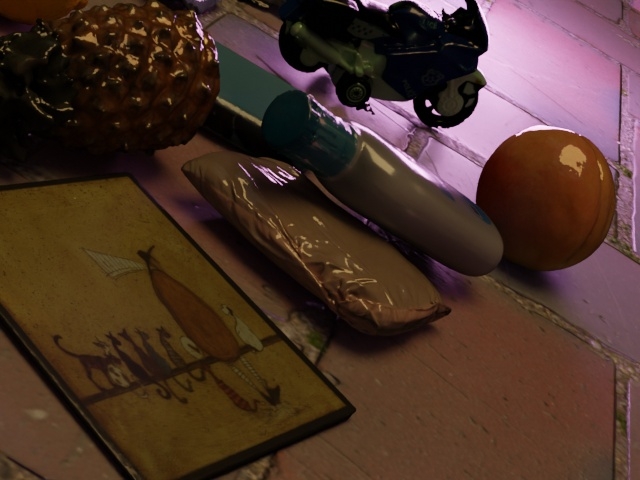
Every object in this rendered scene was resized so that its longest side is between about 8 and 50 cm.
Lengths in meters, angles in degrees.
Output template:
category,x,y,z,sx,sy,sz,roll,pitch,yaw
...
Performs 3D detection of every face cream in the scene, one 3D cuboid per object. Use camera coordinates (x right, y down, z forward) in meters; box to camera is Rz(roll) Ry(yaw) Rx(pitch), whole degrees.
category,x,y,z,sx,sy,sz,roll,pitch,yaw
face cream,0.063,-0.062,1.231,0.336,0.080,0.163,30,11,-47

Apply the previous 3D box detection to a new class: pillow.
category,x,y,z,sx,sy,sz,roll,pitch,yaw
pillow,0.000,0.000,1.181,0.270,0.067,0.173,41,23,19

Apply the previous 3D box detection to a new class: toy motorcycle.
category,x,y,z,sx,sy,sz,roll,pitch,yaw
toy motorcycle,0.102,-0.272,1.595,0.331,0.196,0.125,19,30,-25

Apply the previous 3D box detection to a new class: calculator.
category,x,y,z,sx,sy,sz,roll,pitch,yaw
calculator,-0.106,-0.172,1.375,0.293,0.051,0.173,30,26,-5

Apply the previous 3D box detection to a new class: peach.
category,x,y,z,sx,sy,sz,roll,pitch,yaw
peach,0.279,-0.055,1.441,0.184,0.184,0.184,24,28,-14

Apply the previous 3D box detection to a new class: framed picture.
category,x,y,z,sx,sy,sz,roll,pitch,yaw
framed picture,-0.154,0.059,0.983,0.338,0.014,0.255,44,30,23

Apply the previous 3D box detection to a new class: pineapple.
category,x,y,z,sx,sy,sz,roll,pitch,yaw
pineapple,-0.256,-0.144,1.082,0.340,0.169,0.169,-13,50,-45

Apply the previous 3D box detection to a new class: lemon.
category,x,y,z,sx,sy,sz,roll,pitch,yaw
lemon,-0.326,-0.297,1.294,0.155,0.114,0.114,18,30,-27

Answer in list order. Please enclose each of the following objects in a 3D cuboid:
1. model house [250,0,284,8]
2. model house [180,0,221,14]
category,x,y,z,sx,sy,sz,roll,pitch,yaw
model house,-0.055,-0.515,1.772,0.321,0.266,0.261,24,24,-14
model house,-0.211,-0.380,1.586,0.152,0.106,0.165,27,-11,16
